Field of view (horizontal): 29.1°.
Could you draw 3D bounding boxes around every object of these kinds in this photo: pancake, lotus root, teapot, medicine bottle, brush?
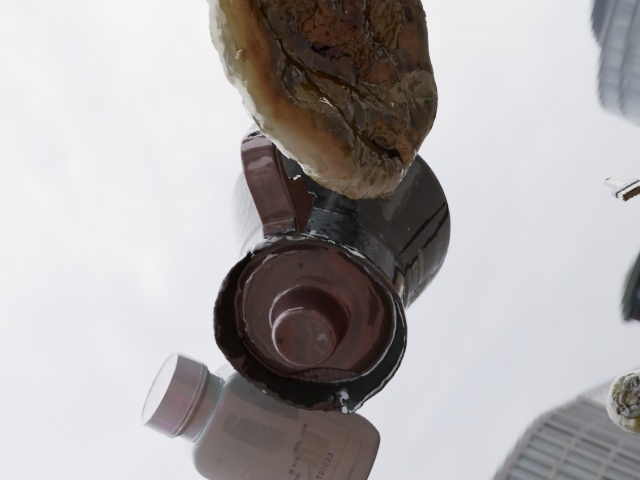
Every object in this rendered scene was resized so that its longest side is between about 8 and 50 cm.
[{"bbox_3d":[0.016,-0.223,1.294,0.387,0.082,0.387,20,-115,-50],"label":"pancake"},{"bbox_3d":[0.396,0.191,1.488,0.165,0.088,0.088,-13,-60,-58],"label":"lotus root"},{"bbox_3d":[0.000,0.000,1.570,0.362,0.305,0.376,-75,-31,-62],"label":"teapot"},{"bbox_3d":[-0.080,0.250,1.609,0.161,0.296,0.111,-65,17,-2],"label":"medicine bottle"},{"bbox_3d":[0.434,-0.079,1.782,0.014,0.043,0.170,62,-176,-8],"label":"brush"}]
